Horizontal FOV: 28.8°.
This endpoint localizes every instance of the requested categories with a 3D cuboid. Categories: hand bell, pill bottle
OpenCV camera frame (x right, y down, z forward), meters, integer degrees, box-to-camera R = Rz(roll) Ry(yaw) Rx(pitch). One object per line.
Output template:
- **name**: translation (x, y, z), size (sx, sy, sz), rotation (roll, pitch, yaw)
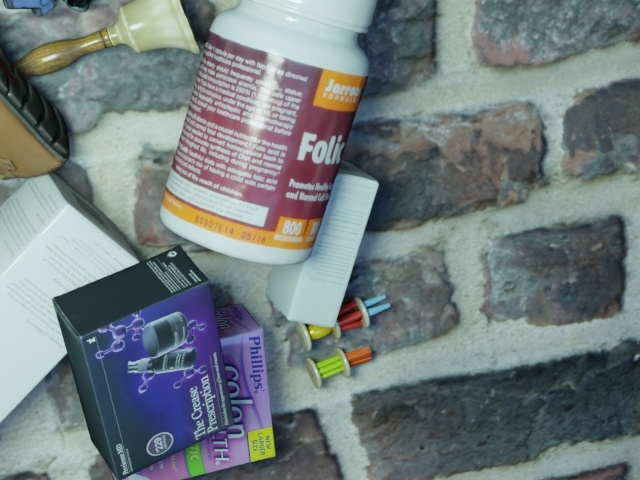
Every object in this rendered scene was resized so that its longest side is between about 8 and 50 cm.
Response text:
- **hand bell**: translation (-0.294, -0.267, 1.666), size (0.242, 0.126, 0.126), rotation (-21, 114, -1)
- **pill bottle**: translation (-0.064, -0.183, 1.701), size (0.224, 0.224, 0.392), rotation (12, 103, -24)

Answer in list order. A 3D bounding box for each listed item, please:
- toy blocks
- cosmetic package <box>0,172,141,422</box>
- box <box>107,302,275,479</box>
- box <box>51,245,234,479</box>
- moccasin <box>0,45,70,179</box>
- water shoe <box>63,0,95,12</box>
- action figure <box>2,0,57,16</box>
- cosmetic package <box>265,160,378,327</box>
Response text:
- **toy blocks**: translation (0.046, 0.153, 1.951), size (0.148, 0.054, 0.123), rotation (-20, 113, -14)
- **cosmetic package**: translation (-0.431, 0.095, 1.669), size (0.365, 0.197, 0.155), rotation (-47, 121, 1)
- **box**: translation (-0.205, 0.231, 1.846), size (0.243, 0.117, 0.213), rotation (-11, 111, -18)
- **box**: translation (-0.228, 0.163, 1.644), size (0.184, 0.103, 0.261), rotation (-22, 130, -20)
- **moccasin**: translation (-0.461, -0.207, 1.552), size (0.147, 0.139, 0.380), rotation (-21, 147, 9)
- **water shoe**: translation (-0.249, -0.362, 1.637), size (0.203, 0.080, 0.073), rotation (-30, 137, 0)
- **action figure**: translation (-0.441, -0.436, 1.505), size (0.330, 0.178, 0.341), rotation (-15, 137, -21)
- **cosmetic package**: translation (0.000, 0.000, 1.848), size (0.086, 0.117, 0.231), rotation (10, 104, -23)
